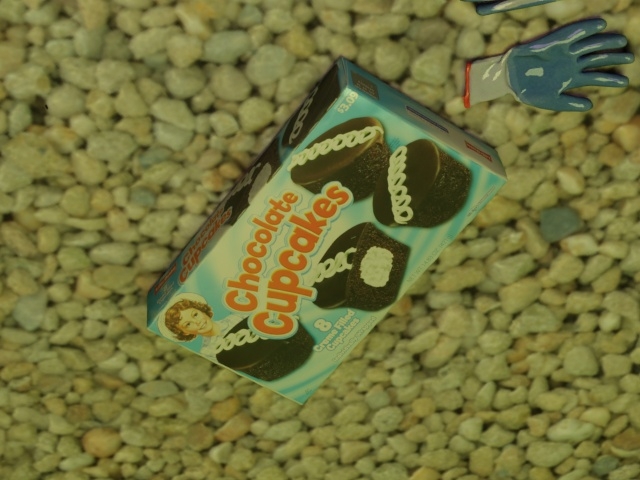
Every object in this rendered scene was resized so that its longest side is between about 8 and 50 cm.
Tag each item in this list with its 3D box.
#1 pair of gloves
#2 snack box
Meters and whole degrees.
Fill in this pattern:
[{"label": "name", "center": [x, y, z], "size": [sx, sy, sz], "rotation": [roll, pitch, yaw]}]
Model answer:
[{"label": "pair of gloves", "center": [0.198, -0.194, 1.461], "size": [0.159, 0.023, 0.198], "rotation": [-8, 127, -1]}, {"label": "snack box", "center": [0.000, 0.000, 1.554], "size": [0.187, 0.060, 0.322], "rotation": [28, 118, -24]}]
